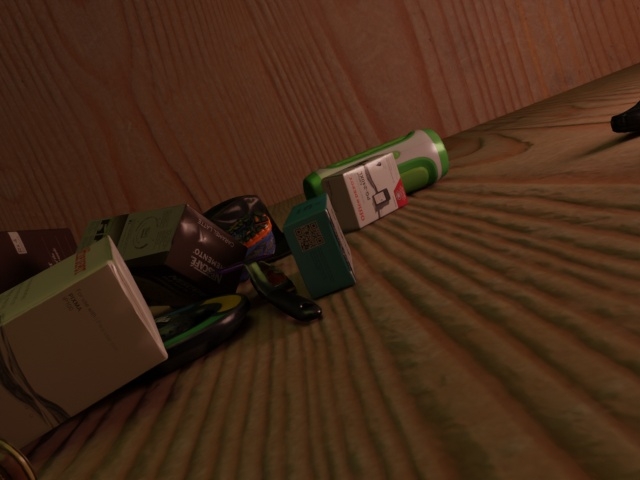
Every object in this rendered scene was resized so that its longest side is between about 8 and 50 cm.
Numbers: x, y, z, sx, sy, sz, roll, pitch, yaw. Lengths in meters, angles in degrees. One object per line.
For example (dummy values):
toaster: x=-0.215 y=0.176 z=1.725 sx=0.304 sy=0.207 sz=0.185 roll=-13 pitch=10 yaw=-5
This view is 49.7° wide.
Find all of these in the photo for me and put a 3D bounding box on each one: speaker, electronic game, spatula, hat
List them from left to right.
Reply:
electronic game: x=-0.194 y=0.118 z=0.848 sx=0.229 sy=0.048 sz=0.229 roll=-20 pitch=8 yaw=3
hat: x=-0.180 y=-0.012 z=1.397 sx=0.331 sy=0.134 sz=0.331 roll=-21 pitch=7 yaw=3
spatula: x=-0.067 y=0.054 z=0.867 sx=0.084 sy=0.030 sz=0.296 roll=-19 pitch=20 yaw=-21
speaker: x=0.117 y=-0.135 z=1.463 sx=0.296 sy=0.131 sz=0.131 roll=-23 pitch=8 yaw=-12

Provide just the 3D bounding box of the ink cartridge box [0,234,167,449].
ink cartridge box: x=-0.311 y=0.122 z=0.701 sx=0.283 sy=0.117 sz=0.207 roll=-31 pitch=15 yaw=-13

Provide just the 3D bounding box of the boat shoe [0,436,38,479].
boat shoe: x=-0.277 y=0.195 z=0.517 sx=0.177 sy=0.064 sz=0.060 roll=-24 pitch=10 yaw=33

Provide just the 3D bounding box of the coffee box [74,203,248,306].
coffee box: x=-0.253 y=0.030 z=1.071 sx=0.246 sy=0.141 sz=0.098 roll=-6 pitch=58 yaw=40

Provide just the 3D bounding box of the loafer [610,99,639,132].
loafer: x=0.569 y=-0.239 z=1.142 sx=0.223 sy=0.078 sz=0.076 roll=-23 pitch=8 yaw=-15

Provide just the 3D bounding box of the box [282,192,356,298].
box: x=0.000 y=0.000 z=0.951 sx=0.060 sy=0.101 sz=0.244 roll=-22 pitch=7 yaw=4

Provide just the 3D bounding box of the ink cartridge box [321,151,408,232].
ink cartridge box: x=0.085 y=-0.092 z=1.312 sx=0.150 sy=0.109 sz=0.063 roll=-28 pitch=14 yaw=-40

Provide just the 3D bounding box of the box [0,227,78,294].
box: x=-0.531 y=0.093 z=1.117 sx=0.143 sy=0.191 sz=0.381 roll=-27 pitch=-4 yaw=16

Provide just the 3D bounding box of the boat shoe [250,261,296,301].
boat shoe: x=-0.071 y=0.055 z=0.972 sx=0.049 sy=0.043 sz=0.137 roll=-21 pitch=9 yaw=-14

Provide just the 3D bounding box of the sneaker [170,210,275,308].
sneaker: x=-0.162 y=0.049 z=1.169 sx=0.221 sy=0.087 sz=0.083 roll=-35 pitch=42 yaw=-6
